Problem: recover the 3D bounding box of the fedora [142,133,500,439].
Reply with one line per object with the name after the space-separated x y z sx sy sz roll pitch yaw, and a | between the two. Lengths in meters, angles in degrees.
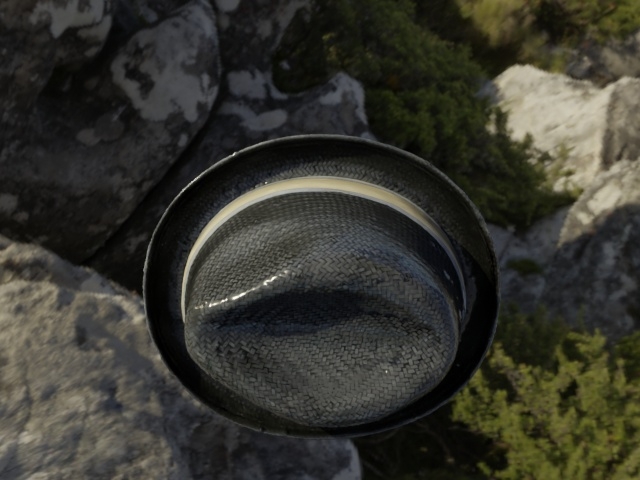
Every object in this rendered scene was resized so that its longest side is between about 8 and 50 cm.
0.001 0.064 0.762 0.334 0.152 0.334 0 103 0 | fedora
